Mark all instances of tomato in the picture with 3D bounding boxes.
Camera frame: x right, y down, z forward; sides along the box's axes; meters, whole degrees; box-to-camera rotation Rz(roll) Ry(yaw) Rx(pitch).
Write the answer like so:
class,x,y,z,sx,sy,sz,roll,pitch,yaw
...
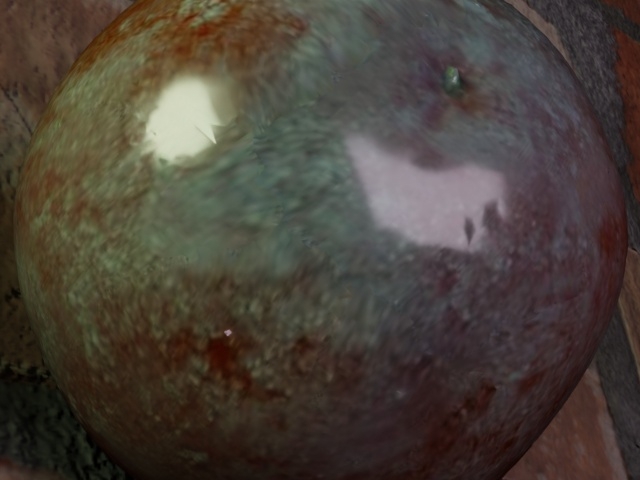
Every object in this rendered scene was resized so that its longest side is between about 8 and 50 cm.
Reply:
class,x,y,z,sx,sy,sz,roll,pitch,yaw
tomato,0.000,0.000,0.710,0.317,0.282,0.316,13,55,-19
